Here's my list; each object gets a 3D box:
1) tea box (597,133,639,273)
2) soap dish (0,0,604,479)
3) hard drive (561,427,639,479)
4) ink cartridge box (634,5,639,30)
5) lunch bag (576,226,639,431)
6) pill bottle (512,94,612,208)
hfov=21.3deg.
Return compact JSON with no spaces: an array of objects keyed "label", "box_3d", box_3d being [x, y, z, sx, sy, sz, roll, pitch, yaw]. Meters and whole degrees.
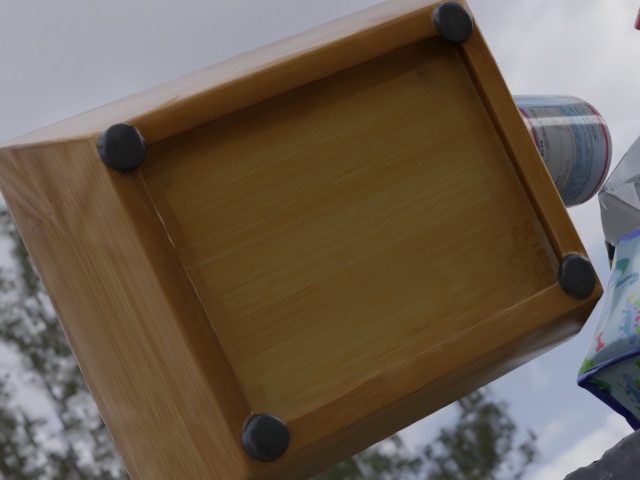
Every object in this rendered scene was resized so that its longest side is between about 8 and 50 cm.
[{"label":"tea box","box_3d":[0.418,0.023,1.321,0.220,0.329,0.323,-53,-26,-13]},{"label":"soap dish","box_3d":[0.000,0.000,0.922,0.291,0.229,0.118,-24,-1,-28]},{"label":"hard drive","box_3d":[0.120,0.157,0.597,0.339,0.064,0.237,-40,-40,26]},{"label":"ink cartridge box","box_3d":[0.355,-0.294,1.463,0.218,0.092,0.158,97,-163,-44]},{"label":"lunch bag","box_3d":[0.238,0.036,1.012,0.151,0.096,0.129,-29,28,45]},{"label":"pill bottle","box_3d":[0.136,-0.063,1.240,0.160,0.087,0.087,-5,-36,-48]}]
